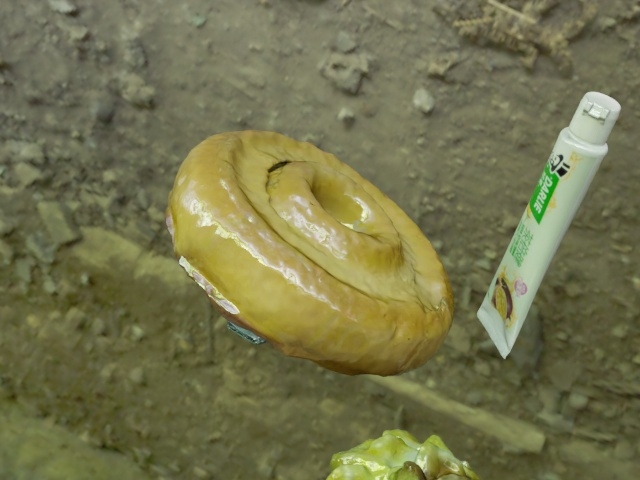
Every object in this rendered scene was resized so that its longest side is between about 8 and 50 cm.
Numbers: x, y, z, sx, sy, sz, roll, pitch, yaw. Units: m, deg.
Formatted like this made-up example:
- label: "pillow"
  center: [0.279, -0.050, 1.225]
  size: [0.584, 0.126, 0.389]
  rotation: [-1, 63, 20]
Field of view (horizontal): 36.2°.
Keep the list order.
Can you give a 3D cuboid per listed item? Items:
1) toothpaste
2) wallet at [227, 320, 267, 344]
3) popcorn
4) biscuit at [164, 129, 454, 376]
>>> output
- label: "toothpaste"
  center: [0.240, -0.014, 1.056]
  size: [0.056, 0.058, 0.314]
  rotation: [27, 123, 14]
- label: "wallet"
  center: [-0.048, 0.099, 1.281]
  size: [0.088, 0.129, 0.026]
  rotation: [20, 122, 56]
- label: "popcorn"
  center: [0.082, 0.267, 0.905]
  size: [0.198, 0.198, 0.212]
  rotation: [29, 136, -1]
- label: "biscuit"
  center: [0.000, 0.000, 0.916]
  size: [0.296, 0.296, 0.102]
  rotation: [32, 117, -6]
